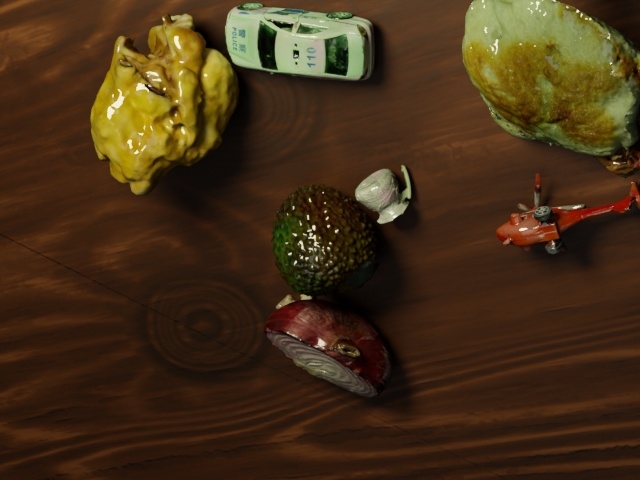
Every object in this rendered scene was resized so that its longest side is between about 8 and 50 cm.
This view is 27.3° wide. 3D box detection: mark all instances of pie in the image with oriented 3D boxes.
[{"bbox_3d":[0.305,-0.206,1.658,0.274,0.105,0.257,23,152,24],"label":"pie"}]

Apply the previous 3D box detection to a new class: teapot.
[{"bbox_3d":[0.097,-0.067,1.883,0.083,0.064,0.064,-36,106,1],"label":"teapot"}]

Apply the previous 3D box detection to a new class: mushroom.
[{"bbox_3d":[-0.044,0.110,2.051,0.049,0.019,0.101,45,119,-5],"label":"mushroom"}]

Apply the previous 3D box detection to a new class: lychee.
[{"bbox_3d":[0.000,0.000,1.905,0.171,0.171,0.171,10,118,19],"label":"lychee"}]

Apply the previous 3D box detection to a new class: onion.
[{"bbox_3d":[0.025,0.147,1.984,0.206,0.098,0.151,33,155,-10],"label":"onion"}]

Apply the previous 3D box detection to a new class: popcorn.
[{"bbox_3d":[-0.220,-0.196,1.883,0.190,0.191,0.254,18,113,-1],"label":"popcorn"}]

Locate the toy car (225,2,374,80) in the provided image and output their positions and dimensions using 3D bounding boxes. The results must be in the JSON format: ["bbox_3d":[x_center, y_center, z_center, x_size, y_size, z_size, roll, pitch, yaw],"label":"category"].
[{"bbox_3d":[-0.036,-0.271,1.827,0.224,0.076,0.090,9,119,19],"label":"toy car"}]

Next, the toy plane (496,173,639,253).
[{"bbox_3d":[0.338,-0.023,1.790,0.194,0.077,0.126,5,125,11],"label":"toy plane"}]
